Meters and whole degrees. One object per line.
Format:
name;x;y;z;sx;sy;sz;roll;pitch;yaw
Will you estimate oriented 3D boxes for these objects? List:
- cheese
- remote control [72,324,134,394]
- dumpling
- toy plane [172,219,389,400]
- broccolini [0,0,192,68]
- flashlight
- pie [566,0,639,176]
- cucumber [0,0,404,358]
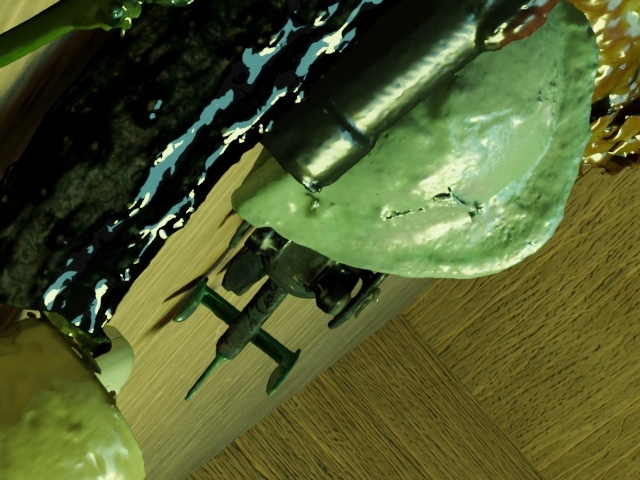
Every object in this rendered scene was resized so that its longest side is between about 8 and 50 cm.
cheese;-0.181;0.128;0.803;0.167;0.123;0.094;-37;-145;-21
remote control;-0.188;0.105;0.937;0.078;0.042;0.221;-44;171;30
dumpling;0.058;-0.054;0.846;0.217;0.149;0.105;-36;163;8
toy plane;0.000;0.000;1.102;0.381;0.106;0.155;-51;180;32
broccolini;-0.113;-0.023;0.415;0.392;0.074;0.079;-45;173;34
flashlight;0.063;-0.115;0.751;0.232;0.093;0.093;-42;173;13
pie;0.226;-0.166;0.978;0.308;0.085;0.308;-28;148;-20
cucumber;-0.022;-0.080;0.562;0.303;0.081;0.072;-48;-145;17
